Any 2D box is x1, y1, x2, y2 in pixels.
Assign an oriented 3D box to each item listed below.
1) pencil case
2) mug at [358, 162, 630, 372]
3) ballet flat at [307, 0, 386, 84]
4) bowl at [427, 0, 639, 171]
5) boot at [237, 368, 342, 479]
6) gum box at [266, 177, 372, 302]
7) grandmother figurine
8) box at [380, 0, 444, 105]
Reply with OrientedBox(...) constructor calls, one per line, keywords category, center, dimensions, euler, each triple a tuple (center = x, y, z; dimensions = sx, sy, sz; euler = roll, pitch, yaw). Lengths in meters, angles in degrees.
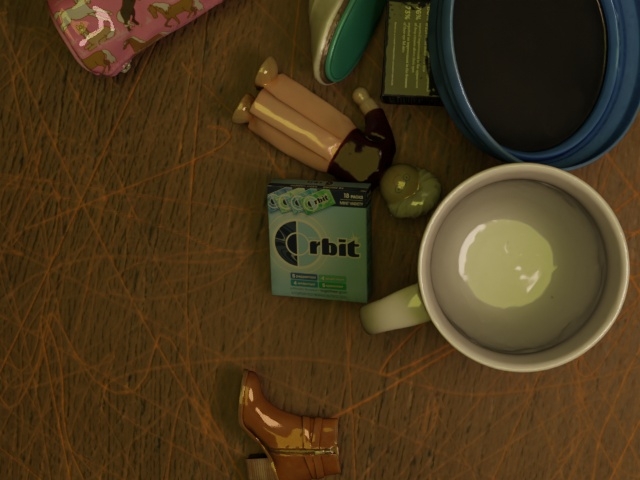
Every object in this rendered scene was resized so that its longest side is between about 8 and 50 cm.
OrientedBox(category="pencil case", center=(-0.230, -0.411, 1.754), dimensions=(0.386, 0.167, 0.160), euler=(-31, 63, 5))
OrientedBox(category="mug", center=(0.232, 0.052, 1.631), dimensions=(0.374, 0.328, 0.276), euler=(-22, 88, 5))
OrientedBox(category="ballet flat", center=(0.058, -0.432, 1.757), dimensions=(0.139, 0.139, 0.400), euler=(27, 88, 4))
OrientedBox(category="bowl", center=(0.321, -0.294, 1.653), dimensions=(0.391, 0.077, 0.391), euler=(-2, 93, -31))
OrientedBox(category="boot", center=(-0.048, 0.289, 1.787), dimensions=(0.152, 0.073, 0.197), euler=(-7, 102, 6))
OrientedBox(category="gum box", center=(0.000, 0.000, 1.752), dimensions=(0.157, 0.041, 0.184), euler=(4, 113, 15))
OrientedBox(category="grandmother figurine", center=(0.031, -0.137, 1.764), dimensions=(0.342, 0.104, 0.208), euler=(31, 102, 7))
OrientedBox(category="box", center=(0.200, -0.285, 1.742), dimensions=(0.207, 0.108, 0.153), euler=(4, 90, 4))
